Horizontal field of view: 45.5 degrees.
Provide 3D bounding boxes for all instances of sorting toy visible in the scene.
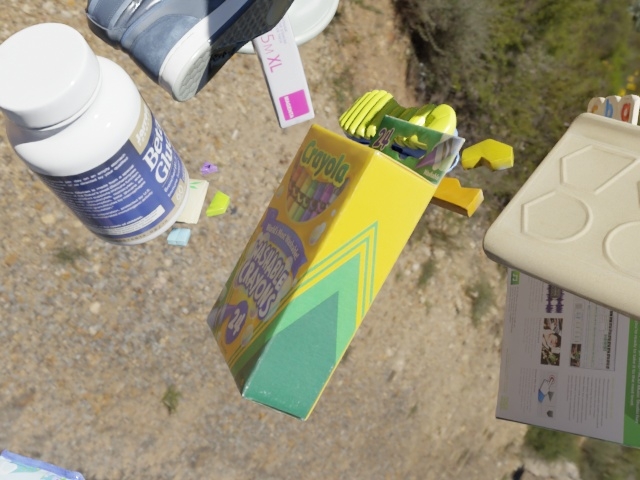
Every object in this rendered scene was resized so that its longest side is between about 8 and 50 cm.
[{"bbox_3d":[0.290,-0.047,0.870,0.229,0.307,0.041,-50,142,-20],"label":"sorting toy"}]

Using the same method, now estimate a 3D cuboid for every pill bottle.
[{"bbox_3d":[-0.163,-0.072,0.549,0.094,0.094,0.169,-51,156,-15],"label":"pill bottle"}]

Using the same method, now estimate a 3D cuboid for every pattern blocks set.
[{"bbox_3d":[-0.374,-0.104,1.961,0.325,0.285,0.026,-62,157,-44],"label":"pattern blocks set"}]

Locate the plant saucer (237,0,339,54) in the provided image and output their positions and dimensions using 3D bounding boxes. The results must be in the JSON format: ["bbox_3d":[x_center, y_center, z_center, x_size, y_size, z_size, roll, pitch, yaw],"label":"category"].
[{"bbox_3d":[-0.149,-0.573,1.592,0.400,0.400,0.100,-42,168,-25],"label":"plant saucer"}]

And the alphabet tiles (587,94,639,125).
[{"bbox_3d":[0.488,-0.107,1.312,0.021,0.284,0.278,4,98,-6],"label":"alphabet tiles"}]

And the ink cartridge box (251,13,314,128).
[{"bbox_3d":[-0.081,-0.322,1.137,0.065,0.311,0.186,-18,128,-3],"label":"ink cartridge box"}]

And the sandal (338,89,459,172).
[{"bbox_3d":[0.156,-0.202,1.500,0.126,0.317,0.138,-46,129,-10],"label":"sandal"}]

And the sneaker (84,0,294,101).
[{"bbox_3d":[-0.128,-0.255,0.754,0.226,0.163,0.086,-48,168,-30],"label":"sneaker"}]

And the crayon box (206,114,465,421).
[{"bbox_3d":[0.000,0.000,0.823,0.083,0.203,0.323,27,95,-23],"label":"crayon box"}]

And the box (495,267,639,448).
[{"bbox_3d":[0.351,0.137,0.986,0.058,0.322,0.232,10,82,-21],"label":"box"}]

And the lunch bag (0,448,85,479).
[{"bbox_3d":[-0.240,0.273,0.640,0.151,0.096,0.129,87,21,-48],"label":"lunch bag"}]
